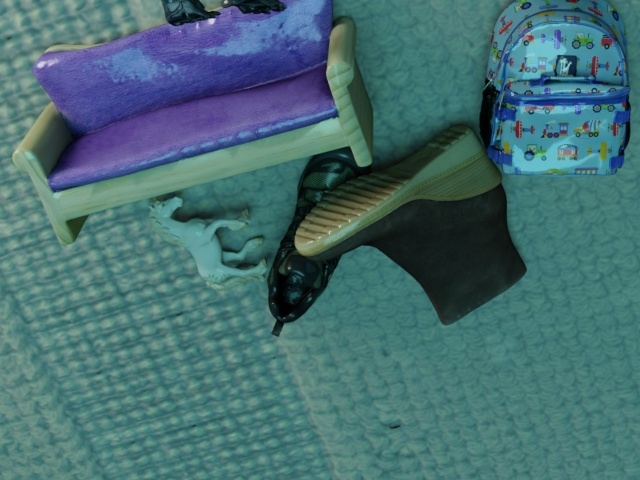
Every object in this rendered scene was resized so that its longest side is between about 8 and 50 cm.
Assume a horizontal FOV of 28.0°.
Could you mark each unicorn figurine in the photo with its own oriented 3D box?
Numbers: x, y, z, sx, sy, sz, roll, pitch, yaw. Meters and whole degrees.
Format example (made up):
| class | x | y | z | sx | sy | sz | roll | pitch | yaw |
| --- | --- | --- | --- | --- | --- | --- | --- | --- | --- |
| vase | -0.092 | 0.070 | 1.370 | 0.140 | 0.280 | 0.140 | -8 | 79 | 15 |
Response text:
| class | x | y | z | sx | sy | sz | roll | pitch | yaw |
| --- | --- | --- | --- | --- | --- | --- | --- | --- | --- |
| unicorn figurine | -0.128 | -0.002 | 1.459 | 0.111 | 0.060 | 0.162 | -15 | 115 | 10 |

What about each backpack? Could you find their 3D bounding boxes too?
| class | x | y | z | sx | sy | sz | roll | pitch | yaw |
| --- | --- | --- | --- | --- | --- | --- | --- | --- | --- |
| backpack | 0.248 | -0.163 | 1.326 | 0.158 | 0.117 | 0.173 | 4 | 114 | 0 |

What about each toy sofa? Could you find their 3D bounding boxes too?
| class | x | y | z | sx | sy | sz | roll | pitch | yaw |
| --- | --- | --- | --- | --- | --- | --- | --- | --- | --- |
| toy sofa | -0.133 | -0.139 | 1.341 | 0.362 | 0.150 | 0.177 | -14 | 116 | 10 |

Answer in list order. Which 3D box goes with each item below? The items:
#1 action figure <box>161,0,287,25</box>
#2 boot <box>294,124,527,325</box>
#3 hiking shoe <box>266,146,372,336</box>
| class | x | y | z | sx | sy | sz | roll | pitch | yaw |
| --- | --- | --- | --- | --- | --- | --- | --- | --- | --- |
| action figure | -0.115 | -0.351 | 1.246 | 0.164 | 0.141 | 0.276 | -8 | 90 | 16 |
| boot | 0.108 | 0.014 | 1.395 | 0.248 | 0.090 | 0.207 | -31 | 119 | -16 |
| hiking shoe | 0.000 | 0.000 | 1.422 | 0.086 | 0.114 | 0.227 | 17 | 116 | -6 |
